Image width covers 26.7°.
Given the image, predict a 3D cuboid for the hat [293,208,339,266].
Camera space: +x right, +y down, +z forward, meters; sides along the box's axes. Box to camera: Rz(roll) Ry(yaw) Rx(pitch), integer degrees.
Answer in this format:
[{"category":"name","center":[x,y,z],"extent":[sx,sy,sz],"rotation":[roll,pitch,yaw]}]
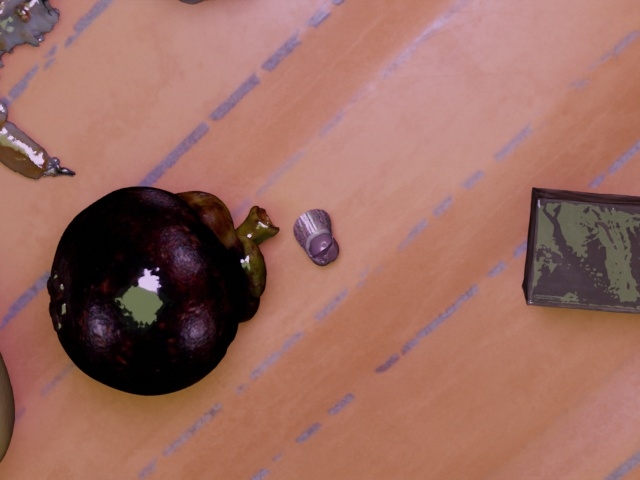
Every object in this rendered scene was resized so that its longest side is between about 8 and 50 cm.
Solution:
[{"category":"hat","center":[-0.001,-0.002,1.950],"extent":[0.058,0.042,0.087],"rotation":[-29,63,7]}]

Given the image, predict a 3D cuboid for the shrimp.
[{"category":"shrimp","center":[-0.457,-0.224,1.930],"extent":[0.185,0.068,0.287],"rotation":[-2,101,4]}]

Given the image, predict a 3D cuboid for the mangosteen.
[{"category":"mangosteen","center":[-0.226,0.072,1.874],"extent":[0.297,0.313,0.296],"rotation":[-6,81,39]}]

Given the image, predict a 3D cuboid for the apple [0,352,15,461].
[{"category":"apple","center":[-0.613,0.214,1.897],"extent":[0.357,0.357,0.357],"rotation":[1,101,5]}]

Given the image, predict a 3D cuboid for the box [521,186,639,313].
[{"category":"box","center":[0.402,0.015,1.856],"extent":[0.231,0.155,0.148],"rotation":[5,99,6]}]

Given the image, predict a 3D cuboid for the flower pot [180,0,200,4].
[{"category":"flower pot","center":[-0.167,-0.433,1.780],"extent":[0.246,0.246,0.195],"rotation":[44,103,-4]}]
